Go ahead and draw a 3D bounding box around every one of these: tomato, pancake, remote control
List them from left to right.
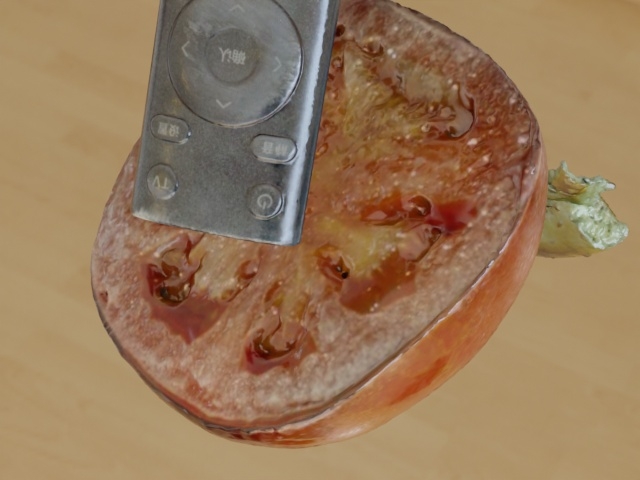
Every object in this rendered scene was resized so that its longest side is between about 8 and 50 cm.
[{"bbox_3d":[-0.033,-0.188,0.839,0.107,0.378,0.044,12,10,13],"label":"remote control"},{"bbox_3d":[0.009,0.001,1.007,0.338,0.143,0.338,-17,53,25],"label":"tomato"},{"bbox_3d":[0.096,-0.054,1.480,0.426,0.305,0.067,19,76,7],"label":"pancake"}]
